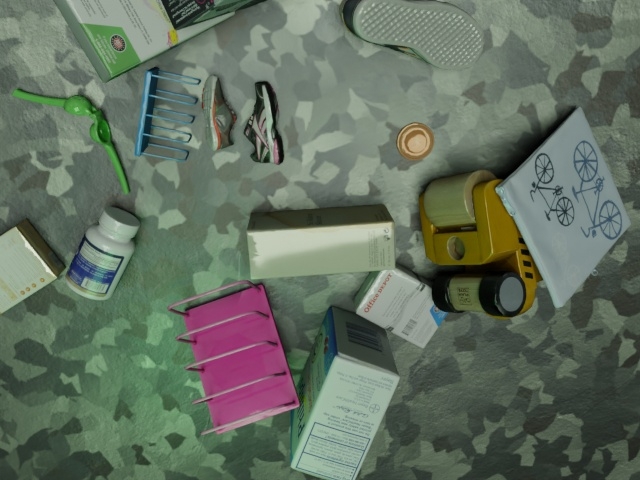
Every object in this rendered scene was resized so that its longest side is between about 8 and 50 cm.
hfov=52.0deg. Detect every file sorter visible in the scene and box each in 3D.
[{"bbox_3d":[-0.313,-0.259,1.357,0.104,0.118,0.170,11,107,-9],"label":"file sorter"},{"bbox_3d":[-0.193,0.254,1.428,0.202,0.182,0.291,-19,77,3],"label":"file sorter"}]

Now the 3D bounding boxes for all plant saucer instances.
[{"bbox_3d":[0.210,-0.217,1.449,0.083,0.013,0.084,-1,108,-2],"label":"plant saucer"}]

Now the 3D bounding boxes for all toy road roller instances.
[{"bbox_3d":[0.375,0.008,1.433,0.240,0.202,0.330,-13,95,-32],"label":"toy road roller"}]

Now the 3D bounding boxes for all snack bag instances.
[{"bbox_3d":[0.530,-0.067,1.408,0.342,0.037,0.323,-41,111,-28],"label":"snack bag"}]

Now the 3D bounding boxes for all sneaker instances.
[{"bbox_3d":[-0.213,-0.273,1.399,0.064,0.061,0.158,-10,111,-28],"label":"sneaker"},{"bbox_3d":[-0.129,-0.246,1.397,0.077,0.072,0.178,-4,102,9],"label":"sneaker"},{"bbox_3d":[0.186,-0.439,1.331,0.321,0.127,0.126,8,115,-31],"label":"sneaker"}]

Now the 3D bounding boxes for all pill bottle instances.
[{"bbox_3d":[-0.473,0.026,1.442,0.112,0.112,0.187,28,104,-11],"label":"pill bottle"}]

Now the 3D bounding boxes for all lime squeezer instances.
[{"bbox_3d":[-0.500,-0.234,1.387,0.110,0.059,0.310,-44,105,10],"label":"lime squeezer"}]

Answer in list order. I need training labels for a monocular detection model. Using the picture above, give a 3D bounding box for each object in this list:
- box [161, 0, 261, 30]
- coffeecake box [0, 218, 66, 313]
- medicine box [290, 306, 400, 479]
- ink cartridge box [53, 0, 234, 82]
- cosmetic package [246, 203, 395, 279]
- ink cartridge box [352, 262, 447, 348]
[{"bbox_3d":[-0.154,-0.490,1.163,0.247,0.163,0.142,-37,110,-38],"label":"box"},{"bbox_3d":[-0.695,0.064,1.465,0.185,0.068,0.142,-31,107,7],"label":"coffeecake box"},{"bbox_3d":[0.045,0.343,1.487,0.149,0.263,0.289,19,105,-8],"label":"medicine box"},{"bbox_3d":[-0.335,-0.455,1.242,0.278,0.117,0.201,-34,108,-18],"label":"ink cartridge box"},{"bbox_3d":[0.000,0.000,1.433,0.309,0.160,0.113,-3,107,-3],"label":"cosmetic package"},{"bbox_3d":[0.191,0.142,1.526,0.190,0.082,0.140,29,103,-10],"label":"ink cartridge box"}]
